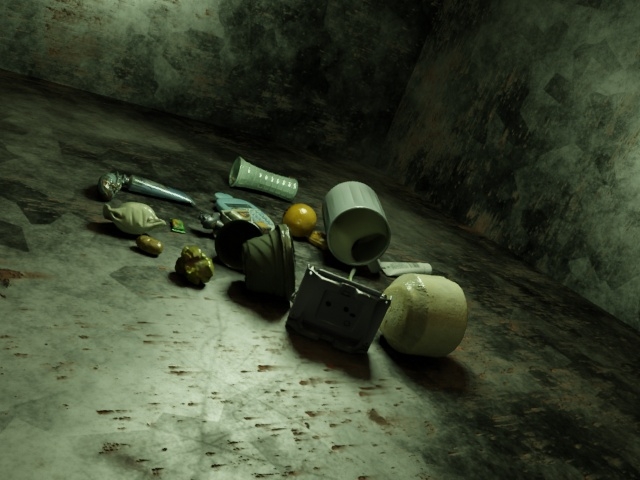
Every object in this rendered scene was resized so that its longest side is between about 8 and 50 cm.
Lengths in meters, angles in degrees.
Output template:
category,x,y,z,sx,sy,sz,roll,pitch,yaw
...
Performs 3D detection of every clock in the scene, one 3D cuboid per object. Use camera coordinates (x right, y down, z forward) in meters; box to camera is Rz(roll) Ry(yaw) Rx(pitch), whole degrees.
category,x,y,z,sx,sy,sz,roll,pitch,yaw
clock,0.044,0.186,1.498,0.253,0.186,0.083,21,23,-1

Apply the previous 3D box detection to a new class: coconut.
category,x,y,z,sx,sy,sz,roll,pitch,yaw
coconut,0.308,0.218,1.640,0.266,0.237,0.237,8,21,-24

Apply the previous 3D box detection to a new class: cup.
category,x,y,z,sx,sy,sz,roll,pitch,yaw
cup,0.148,-0.042,2.173,0.323,0.237,0.327,62,7,-21

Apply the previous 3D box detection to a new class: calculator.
category,x,y,z,sx,sy,sz,roll,pitch,yaw
calculator,-0.302,-0.107,2.193,0.303,0.042,0.188,34,22,34

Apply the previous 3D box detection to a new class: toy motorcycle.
category,x,y,z,sx,sy,sz,roll,pitch,yaw
toy motorcycle,-0.301,-0.051,1.952,0.157,0.091,0.263,34,19,22

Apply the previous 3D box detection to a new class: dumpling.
category,x,y,z,sx,sy,sz,roll,pitch,yaw
dumpling,-0.562,-0.061,1.701,0.169,0.100,0.134,-9,-8,-27

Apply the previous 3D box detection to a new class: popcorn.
category,x,y,z,sx,sy,sz,roll,pitch,yaw
popcorn,-0.343,0.072,1.556,0.109,0.089,0.097,31,-17,2

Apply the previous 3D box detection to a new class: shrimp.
category,x,y,z,sx,sy,sz,roll,pitch,yaw
shrimp,-0.710,-0.198,1.927,0.090,0.079,0.233,-19,21,0

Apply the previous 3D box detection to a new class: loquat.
category,x,y,z,sx,sy,sz,roll,pitch,yaw
loquat,-0.085,-0.077,2.215,0.141,0.141,0.141,20,18,-6

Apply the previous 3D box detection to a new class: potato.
category,x,y,z,sx,sy,sz,roll,pitch,yaw
potato,-0.490,0.014,1.617,0.083,0.040,0.051,27,41,0

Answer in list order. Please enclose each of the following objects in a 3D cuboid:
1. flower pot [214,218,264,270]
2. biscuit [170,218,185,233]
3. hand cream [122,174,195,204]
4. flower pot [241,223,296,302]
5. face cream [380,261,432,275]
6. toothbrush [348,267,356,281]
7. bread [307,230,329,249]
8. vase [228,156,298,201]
category,x,y,z,sx,sy,sz,roll,pitch,yaw
flower pot,-0.242,0.010,1.762,0.157,0.157,0.107,22,5,0
biscuit,-0.472,-0.049,1.864,0.046,0.016,0.089,13,19,-24
hand cream,-0.594,-0.184,2.067,0.271,0.058,0.091,16,11,-32
flower pot,-0.151,0.070,1.622,0.140,0.235,0.235,-7,25,-12
face cream,0.345,0.117,2.276,0.244,0.058,0.092,4,30,-30
toothbrush,0.108,0.144,1.966,0.026,0.022,0.263,34,18,-1
bread,0.000,0.000,2.229,0.111,0.044,0.083,29,22,25
vase,-0.258,-0.272,2.593,0.299,0.143,0.143,17,18,-26
